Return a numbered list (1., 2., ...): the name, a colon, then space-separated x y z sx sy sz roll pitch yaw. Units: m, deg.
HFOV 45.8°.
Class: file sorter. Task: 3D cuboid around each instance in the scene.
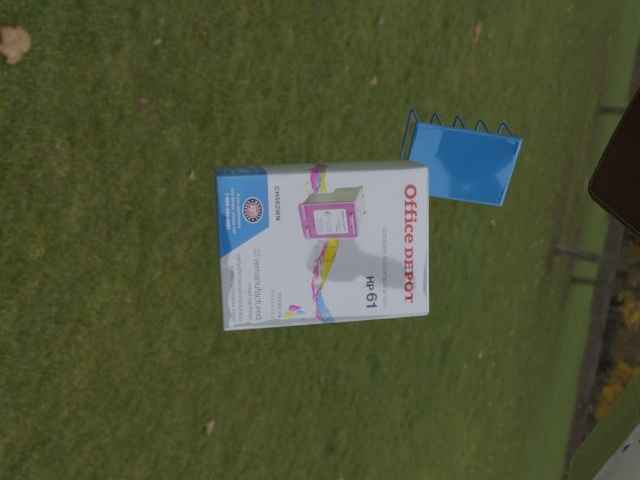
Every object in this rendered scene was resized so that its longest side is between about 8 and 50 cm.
1. file sorter: 0.221 -0.142 1.246 0.104 0.170 0.118 -94 -167 -61

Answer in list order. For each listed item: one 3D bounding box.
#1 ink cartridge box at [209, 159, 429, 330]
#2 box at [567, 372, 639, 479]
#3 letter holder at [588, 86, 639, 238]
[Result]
1. ink cartridge box: 0.000 0.000 0.442 0.052 0.122 0.089 -144 -128 -74
2. box: 0.360 0.255 0.819 0.149 0.126 0.232 -57 162 11
3. letter holder: 0.496 -0.128 0.912 0.302 0.151 0.214 -65 -153 22
